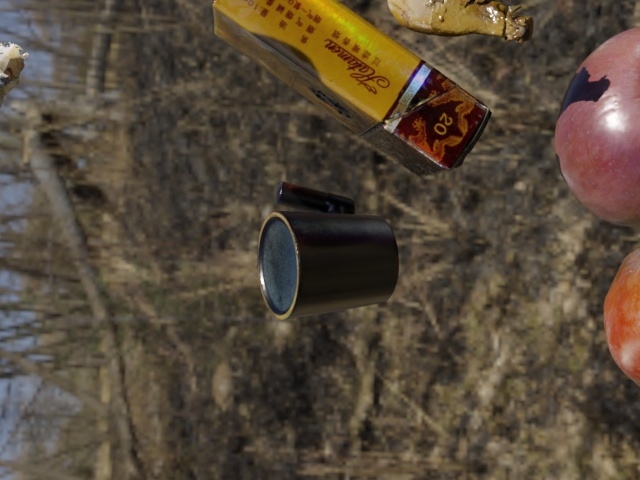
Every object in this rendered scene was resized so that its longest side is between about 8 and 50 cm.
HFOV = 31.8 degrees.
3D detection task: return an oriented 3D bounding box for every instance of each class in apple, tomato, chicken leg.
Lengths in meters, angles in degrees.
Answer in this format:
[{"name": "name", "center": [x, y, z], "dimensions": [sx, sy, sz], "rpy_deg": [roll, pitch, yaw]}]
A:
[{"name": "apple", "center": [0.497, -0.169, 1.690], "dimensions": [0.235, 0.305, 0.306], "rpy_deg": [113, 160, -67]}, {"name": "tomato", "center": [0.404, 0.072, 1.251], "dimensions": [0.214, 0.155, 0.181], "rpy_deg": [-34, 21, 50]}, {"name": "chicken leg", "center": [0.190, -0.317, 1.512], "dimensions": [0.101, 0.207, 0.085], "rpy_deg": [-57, -24, -31]}]

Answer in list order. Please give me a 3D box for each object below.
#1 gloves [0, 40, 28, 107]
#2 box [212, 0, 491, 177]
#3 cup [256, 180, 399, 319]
[{"name": "gloves", "center": [-0.584, -0.285, 2.015], "dimensions": [0.153, 0.070, 0.114], "rpy_deg": [-51, 11, 47]}, {"name": "box", "center": [0.039, -0.253, 1.675], "dimensions": [0.116, 0.415, 0.264], "rpy_deg": [-55, 5, -3]}, {"name": "cup", "center": [0.007, -0.002, 1.752], "dimensions": [0.166, 0.176, 0.240], "rpy_deg": [141, 122, -61]}]
